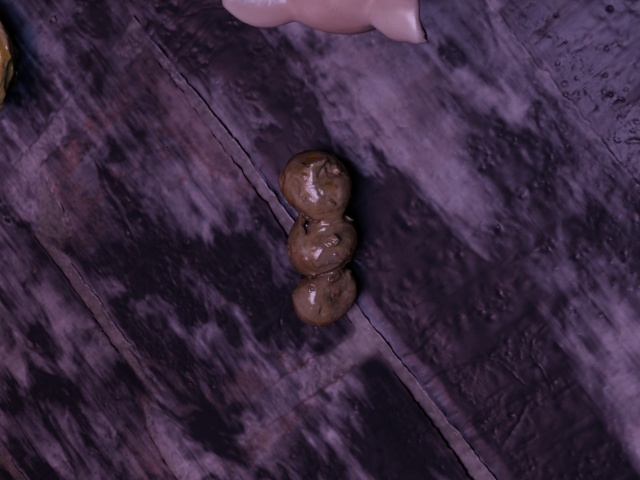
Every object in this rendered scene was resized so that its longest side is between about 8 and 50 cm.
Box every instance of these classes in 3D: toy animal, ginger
[{"bbox_3d":[0.036,-0.323,0.955,0.195,0.213,0.256,8,110,22],"label":"toy animal"},{"bbox_3d":[0.000,0.000,1.159,0.104,0.080,0.204,16,117,59],"label":"ginger"}]

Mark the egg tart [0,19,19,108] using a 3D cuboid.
[{"bbox_3d":[-0.456,-0.239,1.332,0.191,0.074,0.191,10,111,27],"label":"egg tart"}]
